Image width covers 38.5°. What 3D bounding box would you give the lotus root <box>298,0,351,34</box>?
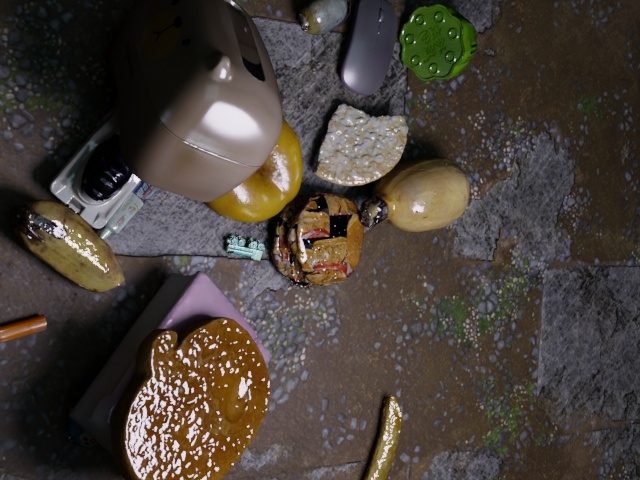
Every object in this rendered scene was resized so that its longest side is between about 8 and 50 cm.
[{"bbox_3d":[0.015,-0.506,2.024,0.165,0.088,0.088,-39,113,-36],"label":"lotus root"}]

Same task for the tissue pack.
[{"bbox_3d":[-0.223,-0.290,1.677,0.267,0.277,0.387,23,38,-40],"label":"tissue pack"}]

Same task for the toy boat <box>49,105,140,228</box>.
[{"bbox_3d":[-0.388,-0.159,1.751,0.269,0.141,0.141,-49,118,-7],"label":"toy boat"}]

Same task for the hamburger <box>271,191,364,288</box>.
[{"bbox_3d":[0.000,0.000,2.033,0.231,0.107,0.231,1,88,-40],"label":"hamburger"}]

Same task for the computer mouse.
[{"bbox_3d":[0.113,-0.449,2.102,0.120,0.057,0.232,19,83,-33],"label":"computer mouse"}]

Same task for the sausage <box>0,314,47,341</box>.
[{"bbox_3d":[-0.567,0.167,1.711,0.107,0.031,0.031,-17,102,-32],"label":"sausage"}]

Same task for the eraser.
[{"bbox_3d":[-0.280,0.279,1.800,0.272,0.122,0.359,55,51,-30],"label":"eraser"}]

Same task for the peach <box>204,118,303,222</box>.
[{"bbox_3d":[-0.150,-0.156,1.897,0.251,0.153,0.251,-1,92,-25],"label":"peach"}]

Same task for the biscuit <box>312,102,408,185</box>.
[{"bbox_3d":[0.086,-0.222,2.080,0.265,0.040,0.188,-28,88,-21],"label":"biscuit"}]

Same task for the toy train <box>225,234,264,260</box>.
[{"bbox_3d":[-0.164,0.015,1.969,0.092,0.029,0.045,12,102,-29],"label":"toy train"}]

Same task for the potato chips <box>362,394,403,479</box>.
[{"bbox_3d":[0.115,0.567,2.169,0.080,0.057,0.407,27,79,-18],"label":"potato chips"}]

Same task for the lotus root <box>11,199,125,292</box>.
[{"bbox_3d":[-0.476,0.010,1.724,0.110,0.097,0.258,-34,126,11],"label":"lotus root"}]

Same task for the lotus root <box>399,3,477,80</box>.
[{"bbox_3d":[0.305,-0.471,2.181,0.186,0.186,0.186,-2,94,-33],"label":"lotus root"}]

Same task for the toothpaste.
[{"bbox_3d":[-0.365,-0.090,1.826,0.060,0.038,0.233,49,65,-29],"label":"toothpaste"}]

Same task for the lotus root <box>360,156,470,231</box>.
[{"bbox_3d":[0.209,-0.099,2.115,0.310,0.183,0.182,-17,102,-31],"label":"lotus root"}]

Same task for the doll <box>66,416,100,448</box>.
[{"bbox_3d":[-0.430,0.347,1.783,0.152,0.085,0.114,-31,131,-39],"label":"doll"}]

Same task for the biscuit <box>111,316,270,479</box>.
[{"bbox_3d":[-0.246,0.302,1.708,0.367,0.063,0.314,-47,117,-37],"label":"biscuit"}]
